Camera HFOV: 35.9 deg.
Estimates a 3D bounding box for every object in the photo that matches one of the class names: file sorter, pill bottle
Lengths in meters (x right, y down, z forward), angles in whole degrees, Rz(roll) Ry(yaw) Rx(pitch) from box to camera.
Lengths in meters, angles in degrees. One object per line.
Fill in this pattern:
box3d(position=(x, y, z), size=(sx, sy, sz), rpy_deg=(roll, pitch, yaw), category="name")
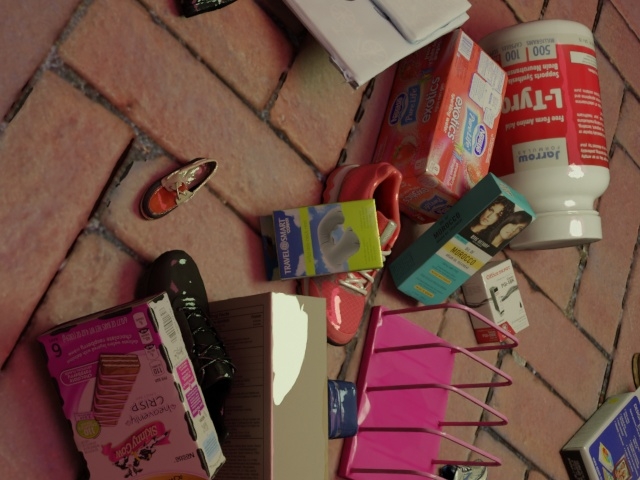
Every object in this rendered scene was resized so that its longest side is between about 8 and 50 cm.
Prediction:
box3d(position=(0.189, 0.268, 1.599), size=(0.202, 0.182, 0.291), rpy_deg=(31, 62, -35), category="file sorter")
box3d(position=(0.425, -0.193, 1.882), size=(0.229, 0.229, 0.408), rpy_deg=(2, 80, -43), category="pill bottle")

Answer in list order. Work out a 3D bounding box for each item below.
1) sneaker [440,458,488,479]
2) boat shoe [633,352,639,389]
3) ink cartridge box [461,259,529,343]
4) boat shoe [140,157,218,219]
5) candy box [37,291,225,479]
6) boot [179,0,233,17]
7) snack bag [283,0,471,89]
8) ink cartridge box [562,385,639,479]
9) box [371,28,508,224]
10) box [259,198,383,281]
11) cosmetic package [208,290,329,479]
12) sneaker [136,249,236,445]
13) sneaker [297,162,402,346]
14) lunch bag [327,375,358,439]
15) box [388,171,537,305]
box3d(position=(0.240, 0.409, 1.709), size=(0.135, 0.052, 0.058), rpy_deg=(-30, 97, -43), category="sneaker")
box3d(position=(0.750, 0.345, 2.181), size=(0.073, 0.073, 0.207), rpy_deg=(-18, 92, -42), category="boat shoe")
box3d(position=(0.325, 0.113, 1.843), size=(0.099, 0.056, 0.135), rpy_deg=(-21, 96, -42), category="ink cartridge box")
box3d(position=(-0.200, -0.076, 1.406), size=(0.137, 0.043, 0.049), rpy_deg=(-42, 112, -38), category="boat shoe")
box3d(position=(-0.234, 0.199, 1.232), size=(0.071, 0.159, 0.233), rpy_deg=(-43, 114, -75), category="candy box")
box3d(position=(-0.182, -0.395, 1.491), size=(0.121, 0.045, 0.099), rpy_deg=(-28, 97, -42), category="boot")
box3d(position=(0.061, -0.441, 1.653), size=(0.342, 0.037, 0.323), rpy_deg=(-37, 86, -37), category="snack bag")
box3d(position=(0.642, 0.490, 2.056), size=(0.307, 0.072, 0.304), rpy_deg=(-29, 100, -45), category="ink cartridge box")
box3d(position=(0.211, -0.198, 1.744), size=(0.154, 0.142, 0.300), rpy_deg=(33, 60, -34), category="box")
box3d(position=(0.000, 0.000, 1.502), size=(0.178, 0.042, 0.109), rpy_deg=(-7, 84, -1), category="box")
box3d(position=(-0.079, 0.235, 1.375), size=(0.113, 0.160, 0.310), rpy_deg=(11, 75, -42), category="cosmetic package")
box3d(position=(-0.168, 0.151, 1.330), size=(0.109, 0.130, 0.286), rpy_deg=(-3, 82, -41), category="sneaker")
box3d(position=(0.057, 0.010, 1.562), size=(0.116, 0.136, 0.314), rpy_deg=(25, 65, -36), category="sneaker")
box3d(position=(0.012, 0.256, 1.516), size=(0.065, 0.067, 0.098), rpy_deg=(5, 77, -43), category="lunch bag")
box3d(position=(0.237, 0.004, 1.666), size=(0.100, 0.244, 0.060), rpy_deg=(30, 26, -35), category="box")
